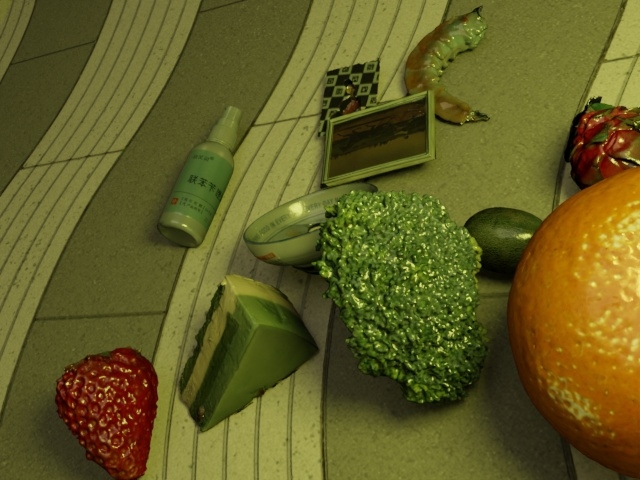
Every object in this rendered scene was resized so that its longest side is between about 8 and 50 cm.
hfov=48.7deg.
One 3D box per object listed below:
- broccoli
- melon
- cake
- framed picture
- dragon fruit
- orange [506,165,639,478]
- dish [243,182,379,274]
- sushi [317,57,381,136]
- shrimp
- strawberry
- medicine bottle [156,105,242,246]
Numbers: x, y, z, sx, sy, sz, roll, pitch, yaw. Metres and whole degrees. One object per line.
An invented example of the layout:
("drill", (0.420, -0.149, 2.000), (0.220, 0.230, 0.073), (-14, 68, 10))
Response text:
("broccoli", (0.151, 0.077, 1.141), (0.249, 0.302, 0.375), (-34, 87, 12))
("melon", (0.310, 0.000, 1.203), (0.167, 0.114, 0.114), (12, 66, 34))
("cake", (-0.178, 0.203, 1.303), (0.283, 0.172, 0.158), (-39, 47, 3))
("framed picture", (0.117, -0.213, 1.465), (0.252, 0.014, 0.197), (-13, 52, 25))
("dragon fruit", (0.495, -0.137, 1.161), (0.182, 0.182, 0.188), (-45, 31, -5))
("orange", (0.459, 0.105, 0.913), (0.424, 0.326, 0.424), (-5, 74, 18))
("dish", (0.000, 0.000, 1.370), (0.273, 0.133, 0.273), (-18, 19, 6))
("sushi", (0.072, -0.317, 1.605), (0.139, 0.031, 0.201), (-6, 60, 25))
("shrimp", (0.265, -0.363, 1.505), (0.185, 0.068, 0.287), (-9, 57, 27))
("strawberry", (-0.392, 0.333, 1.333), (0.205, 0.205, 0.244), (-24, 71, 13))
("medicine bottle", (-0.260, -0.159, 1.629), (0.110, 0.110, 0.351), (4, 61, 31))
